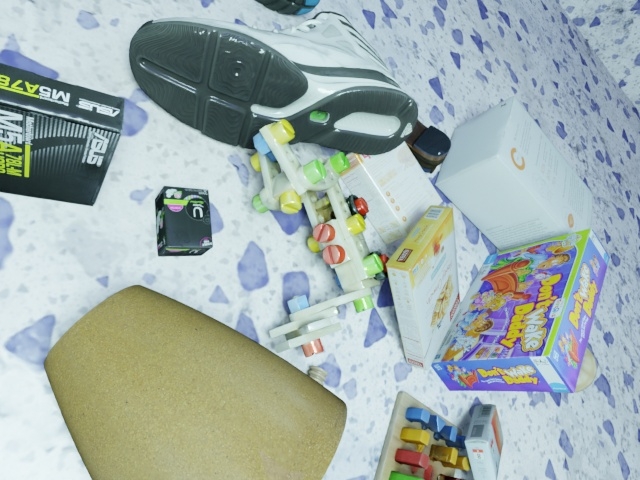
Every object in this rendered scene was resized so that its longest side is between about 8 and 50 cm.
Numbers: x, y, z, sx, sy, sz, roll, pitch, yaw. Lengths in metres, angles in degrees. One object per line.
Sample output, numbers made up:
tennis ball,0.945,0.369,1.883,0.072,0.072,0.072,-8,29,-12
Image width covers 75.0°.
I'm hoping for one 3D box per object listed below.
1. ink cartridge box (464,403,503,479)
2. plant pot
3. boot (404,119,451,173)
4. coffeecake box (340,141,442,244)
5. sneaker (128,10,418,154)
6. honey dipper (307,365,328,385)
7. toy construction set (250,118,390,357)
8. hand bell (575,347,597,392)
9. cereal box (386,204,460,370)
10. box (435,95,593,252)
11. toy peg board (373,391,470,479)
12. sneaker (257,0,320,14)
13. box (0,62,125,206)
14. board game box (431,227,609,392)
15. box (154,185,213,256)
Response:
ink cartridge box,0.304,0.404,0.730,0.145,0.045,0.179,-9,82,-62
plant pot,-0.144,0.175,0.432,0.254,0.237,0.237,43,53,1
boot,0.173,-0.226,0.884,0.082,0.106,0.219,-41,73,-8
coffeecake box,0.134,-0.110,0.808,0.142,0.068,0.185,-40,99,-37
sneaker,-0.071,-0.290,0.703,0.447,0.169,0.257,6,47,-24
honey dipper,-0.032,0.258,0.590,0.030,0.030,0.161,37,59,-20
toy construction set,0.000,0.000,0.623,0.215,0.151,0.328,1,80,-61
hand bell,0.483,0.226,0.858,0.242,0.126,0.126,39,53,-44
cereal box,0.189,0.084,0.726,0.173,0.047,0.240,-48,134,-36
box,0.467,-0.121,0.988,0.345,0.168,0.215,40,56,-19
toy peg board,0.187,0.359,0.680,0.161,0.079,0.161,38,56,-20
sneaker,-0.132,-0.549,0.734,0.341,0.125,0.140,28,55,-28
box,-0.309,-0.100,0.410,0.184,0.190,0.045,11,66,-33
board game box,0.387,0.131,0.803,0.078,0.233,0.347,53,52,-9
box,-0.184,-0.024,0.561,0.062,0.052,0.083,1,75,-34
